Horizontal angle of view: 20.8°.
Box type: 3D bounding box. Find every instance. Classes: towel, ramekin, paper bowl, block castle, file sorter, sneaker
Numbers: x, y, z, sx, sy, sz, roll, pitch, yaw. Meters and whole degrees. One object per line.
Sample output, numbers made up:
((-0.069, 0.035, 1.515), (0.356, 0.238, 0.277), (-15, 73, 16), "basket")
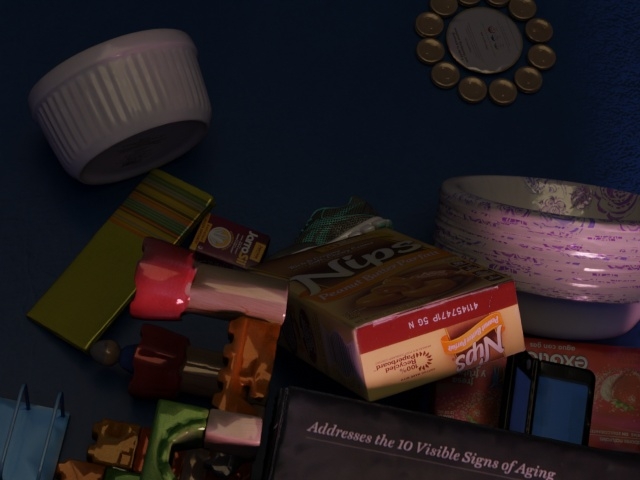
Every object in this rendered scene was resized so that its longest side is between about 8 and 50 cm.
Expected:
((-0.228, 0.021, 2.011), (0.102, 0.021, 0.237), (27, 68, 32), "towel")
((-0.223, -0.148, 2.016), (0.207, 0.207, 0.109), (-21, 78, -16), "ramekin")
((0.267, 0.020, 1.969), (0.284, 0.284, 0.148), (5, 102, -5), "paper bowl")
((-0.179, 0.255, 1.770), (0.213, 0.303, 0.453), (11, 63, -1), "block castle")
((-0.368, 0.207, 1.879), (0.170, 0.104, 0.118), (12, 63, -1), "file sorter")
((0.000, 0.000, 2.056), (0.166, 0.065, 0.076), (-22, 52, -19), "sneaker")

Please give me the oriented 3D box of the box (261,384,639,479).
((0.139, 0.446, 1.720), (0.480, 0.297, 0.471), (12, 65, -1), "box")

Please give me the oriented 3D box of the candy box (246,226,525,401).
((0.062, 0.072, 1.871), (0.183, 0.316, 0.087), (-16, 106, -19), "candy box")

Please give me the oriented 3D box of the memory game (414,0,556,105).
((0.209, -0.252, 2.218), (0.186, 0.012, 0.186), (3, 65, -6), "memory game")

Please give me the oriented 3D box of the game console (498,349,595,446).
((0.239, 0.179, 1.844), (0.071, 0.107, 0.122), (0, 69, 24), "game console")

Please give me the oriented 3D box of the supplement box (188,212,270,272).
((-0.107, 0.011, 2.037), (0.083, 0.043, 0.055), (20, 62, 2), "supplement box")

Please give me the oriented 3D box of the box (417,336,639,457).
((0.243, 0.182, 1.947), (0.257, 0.128, 0.122), (6, 72, -5), "box")
